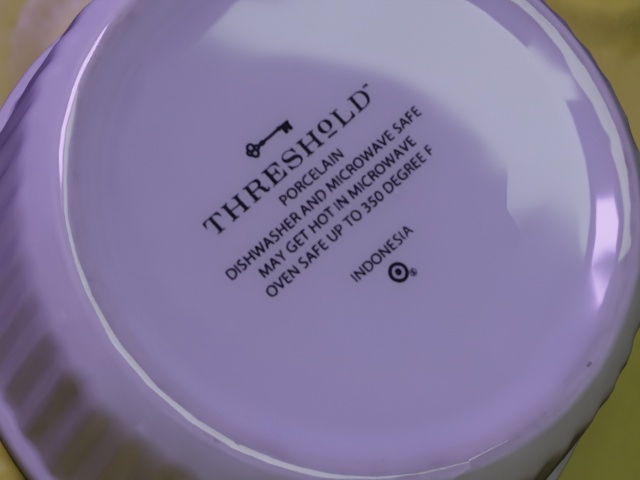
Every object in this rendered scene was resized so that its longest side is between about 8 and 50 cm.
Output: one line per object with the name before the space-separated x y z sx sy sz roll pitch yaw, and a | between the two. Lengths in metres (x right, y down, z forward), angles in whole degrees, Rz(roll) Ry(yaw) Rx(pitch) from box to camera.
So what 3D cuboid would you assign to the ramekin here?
ramekin | 0.000 0.000 0.649 0.272 0.127 0.273 4 73 -13
